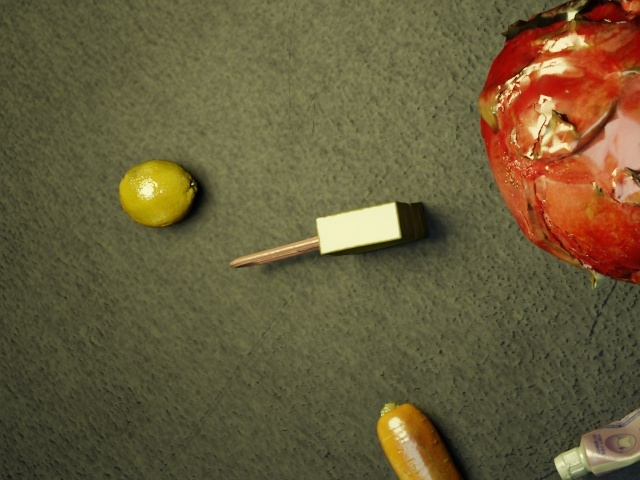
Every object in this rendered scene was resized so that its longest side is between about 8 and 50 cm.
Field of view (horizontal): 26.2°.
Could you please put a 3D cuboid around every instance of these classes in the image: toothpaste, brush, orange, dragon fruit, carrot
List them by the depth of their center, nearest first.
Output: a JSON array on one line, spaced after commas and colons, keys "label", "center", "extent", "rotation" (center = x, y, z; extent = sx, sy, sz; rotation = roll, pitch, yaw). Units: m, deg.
[{"label": "dragon fruit", "center": [0.312, -0.109, 1.376], "extent": [0.295, 0.295, 0.302], "rotation": [-34, 68, 19]}, {"label": "toothpaste", "center": [0.392, 0.184, 1.480], "extent": [0.301, 0.048, 0.075], "rotation": [-28, 55, 13]}, {"label": "carrot", "center": [0.134, 0.284, 1.574], "extent": [0.067, 0.067, 0.225], "rotation": [-31, 84, 19]}, {"label": "brush", "center": [0.000, 0.000, 1.593], "extent": [0.233, 0.103, 0.047], "rotation": [-12, 85, 22]}, {"label": "orange", "center": [-0.196, -0.059, 1.674], "extent": [0.095, 0.085, 0.085], "rotation": [-14, 87, 13]}]
